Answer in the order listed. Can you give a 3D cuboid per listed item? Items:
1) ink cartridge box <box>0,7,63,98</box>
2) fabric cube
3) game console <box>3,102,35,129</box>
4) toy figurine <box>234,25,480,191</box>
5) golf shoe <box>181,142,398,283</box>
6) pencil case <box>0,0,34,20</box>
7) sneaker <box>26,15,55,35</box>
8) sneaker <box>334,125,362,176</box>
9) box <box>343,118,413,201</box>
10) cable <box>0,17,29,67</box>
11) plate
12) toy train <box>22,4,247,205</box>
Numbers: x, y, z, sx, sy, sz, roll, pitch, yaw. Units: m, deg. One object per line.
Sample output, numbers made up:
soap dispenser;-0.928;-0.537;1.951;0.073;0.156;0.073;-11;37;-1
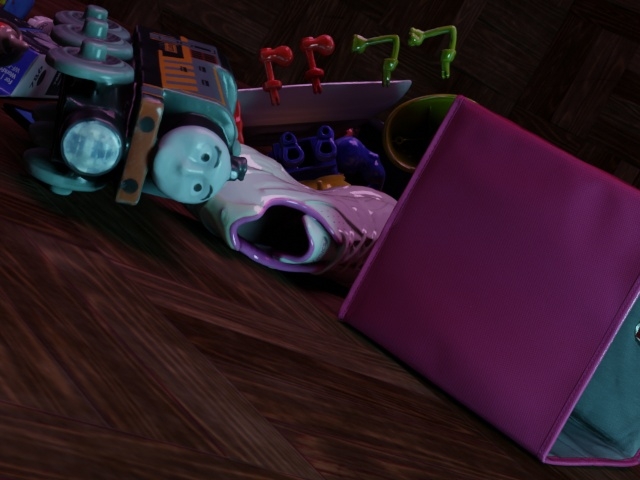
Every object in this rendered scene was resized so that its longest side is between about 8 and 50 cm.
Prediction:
ink cartridge box;-0.389;-0.233;1.670;0.165;0.065;0.333;30;8;2
fabric cube;0.226;0.047;1.361;0.258;0.254;0.259;32;8;33
game console;-0.242;-0.131;1.466;0.144;0.124;0.085;37;-15;45
toy figurine;-0.001;-0.114;1.649;0.362;0.191;0.217;-12;-13;-9
golf shoe;0.000;0.000;1.449;0.306;0.115;0.140;16;22;-30
pencil case;-0.536;-0.381;1.878;0.306;0.119;0.133;29;46;-5
sneaker;-0.379;-0.301;2.156;0.075;0.063;0.170;34;14;33
sneaker;0.045;-0.080;2.134;0.097;0.135;0.276;40;19;-57
box;0.208;-0.009;1.773;0.296;0.183;0.294;13;13;-29
cable;-0.428;-0.251;1.492;0.287;0.072;0.139;37;45;23
plate;-0.062;-0.155;1.786;0.278;0.045;0.277;-6;-2;-26
toy train;-0.167;-0.123;1.288;0.190;0.142;0.334;12;17;-13
